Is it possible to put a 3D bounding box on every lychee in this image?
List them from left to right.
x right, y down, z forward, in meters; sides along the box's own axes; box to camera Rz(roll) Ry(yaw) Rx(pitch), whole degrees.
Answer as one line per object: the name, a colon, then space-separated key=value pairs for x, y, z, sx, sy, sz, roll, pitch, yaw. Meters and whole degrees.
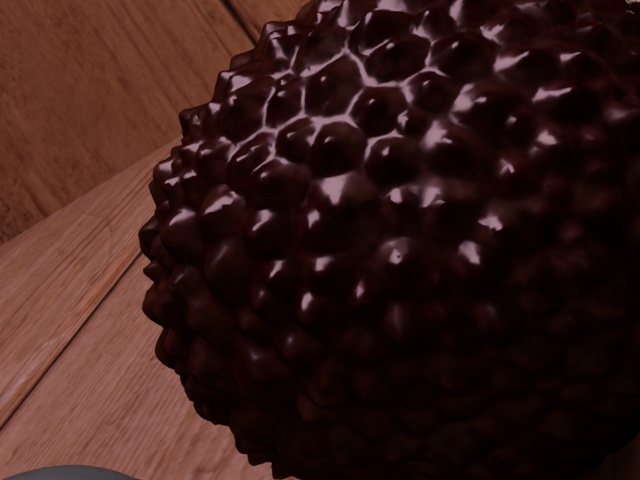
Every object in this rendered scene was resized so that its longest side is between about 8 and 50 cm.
lychee: x=0.069 y=-0.008 z=0.807 sx=0.330 sy=0.306 sz=0.306 roll=-5 pitch=7 yaw=-15

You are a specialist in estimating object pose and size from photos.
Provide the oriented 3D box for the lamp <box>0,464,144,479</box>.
lamp: x=-0.194 y=0.234 z=0.961 sx=0.284 sy=0.147 sz=0.209 roll=-24 pitch=19 yaw=40

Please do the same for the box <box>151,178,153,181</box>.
box: x=0.000 y=-0.001 z=1.119 sx=0.162 sy=0.229 sz=0.041 roll=-44 pitch=16 yaw=-34
